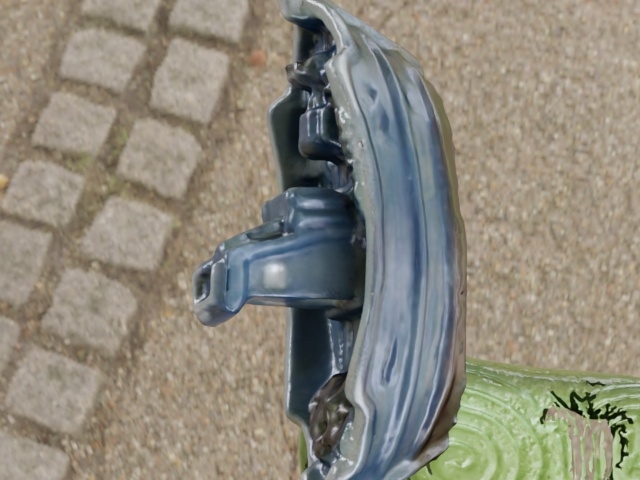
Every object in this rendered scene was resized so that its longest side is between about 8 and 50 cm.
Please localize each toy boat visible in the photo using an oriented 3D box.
[{"bbox_3d":[0.000,0.000,0.700,0.142,0.129,0.309,3,77,-25],"label":"toy boat"}]

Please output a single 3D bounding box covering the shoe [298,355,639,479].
[{"bbox_3d":[0.117,0.148,0.798,0.262,0.128,0.140,-1,72,-2],"label":"shoe"}]
